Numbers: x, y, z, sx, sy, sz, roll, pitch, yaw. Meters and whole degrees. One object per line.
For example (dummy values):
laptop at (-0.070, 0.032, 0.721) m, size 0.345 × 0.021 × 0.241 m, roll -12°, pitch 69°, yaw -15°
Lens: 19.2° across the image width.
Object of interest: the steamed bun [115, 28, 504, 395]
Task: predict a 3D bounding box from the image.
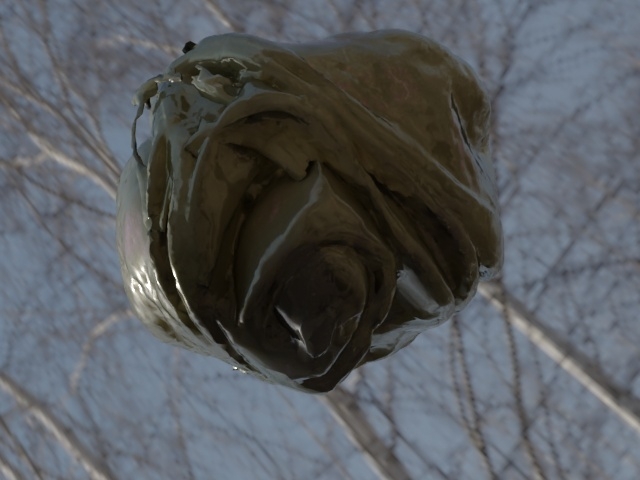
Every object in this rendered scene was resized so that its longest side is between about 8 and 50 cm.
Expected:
steamed bun at (0.000, 0.000, 1.318) m, size 0.280 × 0.207 × 0.268 m, roll 4°, pitch -43°, yaw -15°
